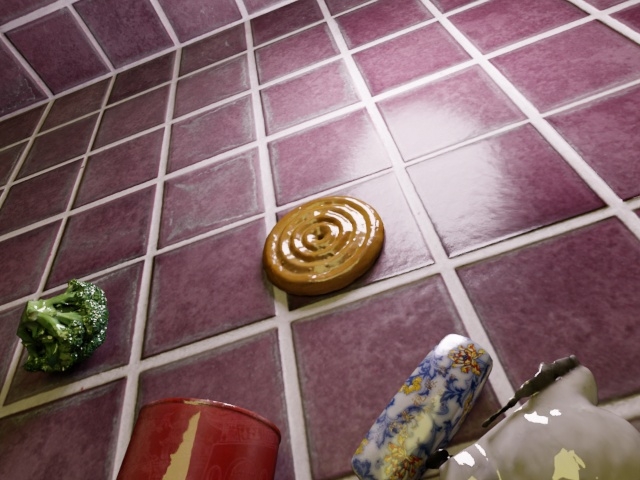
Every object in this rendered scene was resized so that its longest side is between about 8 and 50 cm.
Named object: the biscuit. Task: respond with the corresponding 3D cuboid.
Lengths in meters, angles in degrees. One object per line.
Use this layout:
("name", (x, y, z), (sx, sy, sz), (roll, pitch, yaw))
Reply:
("biscuit", (0.000, 0.000, 0.952), (0.261, 0.037, 0.262), (-12, 46, 13))

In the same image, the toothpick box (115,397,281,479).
("toothpick box", (-0.170, 0.385, 0.551), (0.204, 0.204, 0.333), (-7, 48, 17))

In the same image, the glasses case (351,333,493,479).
("glasses case", (0.144, 0.237, 0.647), (0.087, 0.065, 0.248), (28, 64, 36))

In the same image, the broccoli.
("broccoli", (-0.513, 0.171, 0.941), (0.195, 0.156, 0.196), (-24, 56, 42))

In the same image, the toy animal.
("toy animal", (0.303, 0.306, 0.445), (0.257, 0.194, 0.357), (-27, 52, -16))
